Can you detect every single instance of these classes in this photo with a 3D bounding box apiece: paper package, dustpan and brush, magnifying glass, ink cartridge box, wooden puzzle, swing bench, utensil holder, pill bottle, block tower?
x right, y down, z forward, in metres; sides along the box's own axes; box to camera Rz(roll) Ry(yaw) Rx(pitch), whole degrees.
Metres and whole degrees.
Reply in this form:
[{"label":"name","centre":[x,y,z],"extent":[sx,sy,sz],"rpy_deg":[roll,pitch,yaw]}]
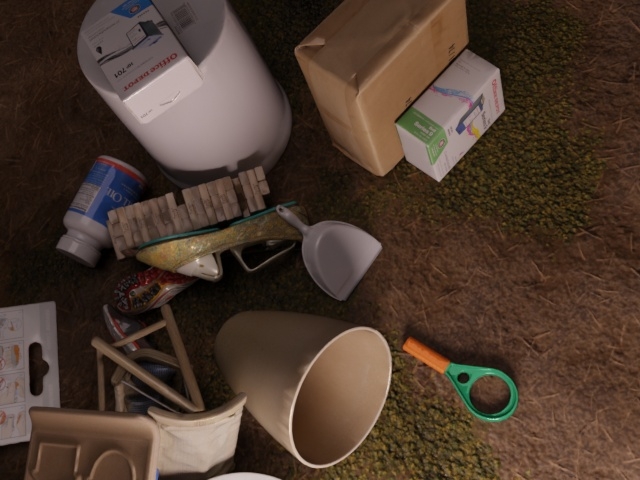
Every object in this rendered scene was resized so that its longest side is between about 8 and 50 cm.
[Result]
[{"label":"paper package","centre":[0.137,-0.336,1.690],"extent":[0.168,0.325,0.309],"rpy_deg":[39,81,26]},{"label":"dustpan and brush","centre":[0.000,0.000,1.690],"extent":[0.147,0.211,0.060],"rpy_deg":[-54,22,-14]},{"label":"magnifying glass","centre":[0.251,0.244,1.570],"extent":[0.231,0.026,0.092],"rpy_deg":[31,78,23]},{"label":"ink cartridge box","centre":[-0.309,-0.319,1.511],"extent":[0.139,0.082,0.191],"rpy_deg":[-35,61,-1]},{"label":"wooden puzzle","centre":[-0.387,0.461,1.460],"extent":[0.322,0.080,0.348],"rpy_deg":[-5,78,36]},{"label":"swing bench","centre":[-0.271,0.300,1.537],"extent":[0.165,0.253,0.255],"rpy_deg":[-26,57,-31]},{"label":"utensil holder","centre":[-0.266,-0.316,1.759],"extent":[0.327,0.385,0.327],"rpy_deg":[-6,66,14]},{"label":"pill bottle","centre":[-0.469,-0.059,1.849],"extent":[0.124,0.124,0.221],"rpy_deg":[18,74,22]},{"label":"ink cartridge box","centre":[-0.732,0.303,1.807],"extent":[0.385,0.091,0.308],"rpy_deg":[-8,63,-6]},{"label":"ink cartridge box","centre":[0.259,-0.245,1.708],"extent":[0.093,0.154,0.212],"rpy_deg":[38,81,26]},{"label":"block tower","centre":[-0.265,-0.053,1.761],"extent":[0.335,0.097,0.091],"rpy_deg":[-18,79,-5]}]

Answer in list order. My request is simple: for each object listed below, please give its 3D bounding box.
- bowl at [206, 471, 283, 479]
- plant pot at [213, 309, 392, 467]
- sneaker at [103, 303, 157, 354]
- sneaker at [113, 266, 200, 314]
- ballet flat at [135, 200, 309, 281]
[{"label":"bowl","centre":[-0.130,0.549,1.449],"extent":[0.298,0.134,0.298],"rpy_deg":[3,39,-3]},{"label":"plant pot","centre":[-0.058,0.232,1.559],"extent":[0.274,0.256,0.256],"rpy_deg":[20,73,40]},{"label":"sneaker","centre":[-0.386,0.184,1.767],"extent":[0.065,0.061,0.158],"rpy_deg":[-29,60,-28]},{"label":"sneaker","centre":[-0.316,0.077,1.769],"extent":[0.225,0.093,0.088],"rpy_deg":[-28,75,-17]},{"label":"ballet flat","centre":[-0.181,0.019,1.703],"extent":[0.348,0.123,0.123],"rpy_deg":[-16,62,-14]}]
